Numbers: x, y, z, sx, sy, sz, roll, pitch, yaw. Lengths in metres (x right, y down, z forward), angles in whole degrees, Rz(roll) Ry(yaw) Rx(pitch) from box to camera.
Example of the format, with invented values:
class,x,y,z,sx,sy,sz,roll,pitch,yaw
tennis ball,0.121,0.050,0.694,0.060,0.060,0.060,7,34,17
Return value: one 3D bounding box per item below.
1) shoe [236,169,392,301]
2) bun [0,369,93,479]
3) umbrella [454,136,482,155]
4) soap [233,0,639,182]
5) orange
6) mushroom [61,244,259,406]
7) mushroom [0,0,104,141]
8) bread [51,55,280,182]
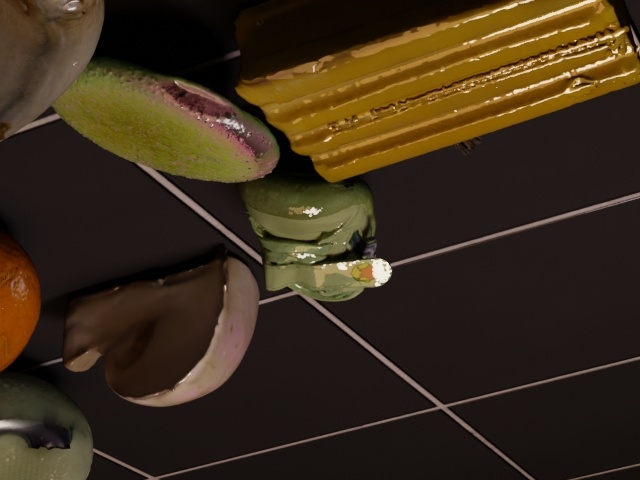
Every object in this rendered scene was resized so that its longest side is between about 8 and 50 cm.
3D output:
class,x,y,z,sx,sy,sz,roll,pitch,yaw
shoe,0.001,-0.007,1.550,0.140,0.128,0.262,-6,170,8
bun,-0.452,0.267,1.973,0.293,0.187,0.293,-14,131,-16
umbrella,0.141,-0.110,1.535,0.031,0.020,0.083,-20,145,23
soap,0.105,-0.170,1.320,0.324,0.096,0.204,-17,152,19
orange,-0.407,0.069,1.599,0.224,0.170,0.224,-5,155,-2
mushroom,-0.169,0.138,1.795,0.236,0.162,0.173,-16,150,22
mushroom,-0.283,-0.161,1.230,0.397,0.126,0.177,-24,140,38
bread,-0.146,-0.103,1.374,0.228,0.033,0.228,15,163,5
